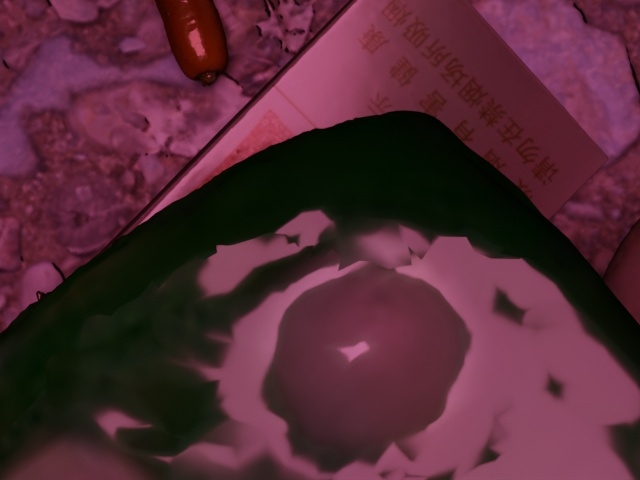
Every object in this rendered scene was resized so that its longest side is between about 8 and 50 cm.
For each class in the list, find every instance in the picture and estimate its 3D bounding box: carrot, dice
[{"bbox_3d":[-0.120,-0.232,0.685,0.043,0.043,0.247,-20,82,2],"label":"carrot"},{"bbox_3d":[0.015,0.138,0.436,0.287,0.297,0.300,-32,79,1],"label":"dice"}]

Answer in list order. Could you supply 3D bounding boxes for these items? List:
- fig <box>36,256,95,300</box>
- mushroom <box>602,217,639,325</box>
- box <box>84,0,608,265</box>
[{"bbox_3d":[-0.168,0.038,0.662,0.083,0.050,0.050,-15,84,14],"label":"fig"},{"bbox_3d":[0.256,0.074,0.571,0.227,0.178,0.226,0,91,-26],"label":"mushroom"},{"bbox_3d":[0.000,0.000,0.625,0.365,0.051,0.204,-45,102,0],"label":"box"}]
